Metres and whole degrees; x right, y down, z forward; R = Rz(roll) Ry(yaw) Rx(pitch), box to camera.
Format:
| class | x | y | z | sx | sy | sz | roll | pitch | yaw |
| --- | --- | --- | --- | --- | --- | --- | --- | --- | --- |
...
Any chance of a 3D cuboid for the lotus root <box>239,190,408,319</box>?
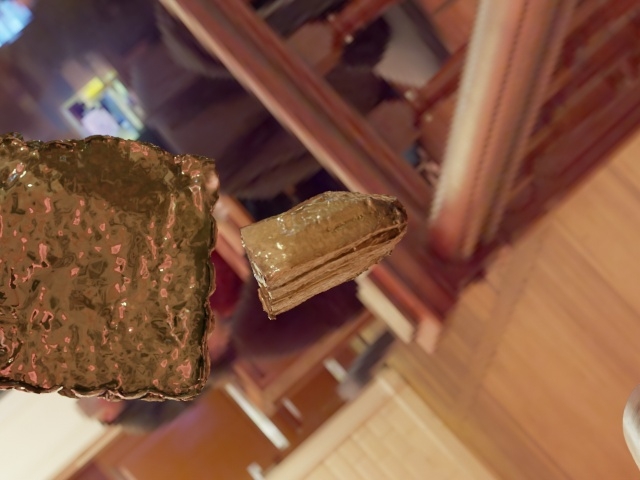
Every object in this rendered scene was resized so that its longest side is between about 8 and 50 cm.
| class | x | y | z | sx | sy | sz | roll | pitch | yaw |
| --- | --- | --- | --- | --- | --- | --- | --- | --- | --- |
| lotus root | -0.002 | -0.003 | 1.288 | 0.070 | 0.144 | 0.143 | 62 | 165 | 14 |

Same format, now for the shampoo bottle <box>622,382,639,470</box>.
| class | x | y | z | sx | sy | sz | roll | pitch | yaw |
| --- | --- | --- | --- | --- | --- | --- | --- | --- | --- |
| shampoo bottle | 0.265 | 0.169 | 0.962 | 0.092 | 0.092 | 0.303 | 51 | -171 | -13 |

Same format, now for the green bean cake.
| class | x | y | z | sx | sy | sz | roll | pitch | yaw |
| --- | --- | --- | --- | --- | --- | --- | --- | --- | --- |
| green bean cake | -0.220 | 0.027 | 1.473 | 0.132 | 0.241 | 0.255 | 133 | 139 | -86 |
